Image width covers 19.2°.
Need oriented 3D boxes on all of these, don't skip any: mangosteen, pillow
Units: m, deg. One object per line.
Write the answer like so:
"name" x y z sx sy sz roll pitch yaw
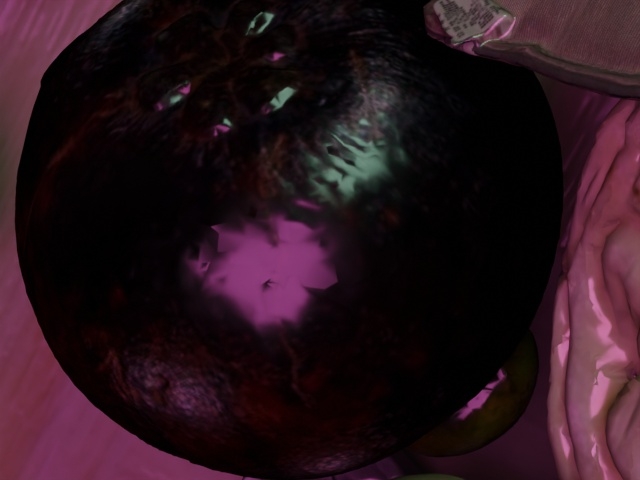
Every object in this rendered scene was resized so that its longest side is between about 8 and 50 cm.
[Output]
"mangosteen" -0.010 -0.007 0.730 0.216 0.216 0.216 2 100 14
"pillow" 0.143 -0.122 0.664 0.131 0.233 0.038 18 140 43

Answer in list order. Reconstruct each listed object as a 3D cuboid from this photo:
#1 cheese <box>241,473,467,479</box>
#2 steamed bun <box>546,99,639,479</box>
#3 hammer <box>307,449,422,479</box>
"cheese" 0.021 0.143 0.707 0.227 0.064 0.137 26 103 55
"steamed bun" 0.241 0.117 0.664 0.346 0.237 0.394 -29 73 51
"hammer" -0.134 0.204 0.870 0.427 0.044 0.152 -35 88 17
